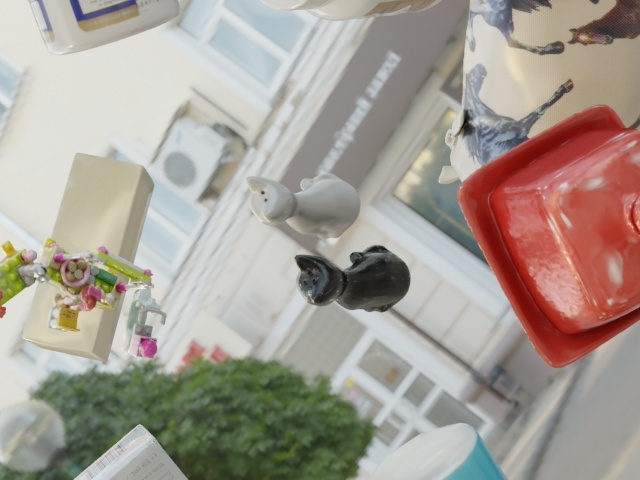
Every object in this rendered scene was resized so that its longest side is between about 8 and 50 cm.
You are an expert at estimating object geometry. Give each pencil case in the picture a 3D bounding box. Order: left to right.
[{"bbox_3d":[0.192,-0.216,0.937,0.160,0.183,0.410,-83,-9,-62],"label":"pencil case"}]

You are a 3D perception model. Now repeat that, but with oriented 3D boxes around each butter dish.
[{"bbox_3d":[0.207,-0.011,0.790,0.160,0.160,0.118,-29,3,-21],"label":"butter dish"}]

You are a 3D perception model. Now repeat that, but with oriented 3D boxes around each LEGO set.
[{"bbox_3d":[-0.277,0.059,1.142,0.287,0.107,0.132,3,-95,-42],"label":"LEGO set"}]

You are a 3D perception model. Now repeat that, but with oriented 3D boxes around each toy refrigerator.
[{"bbox_3d":[-0.319,0.025,1.555,0.094,0.102,0.269,79,-158,-74],"label":"toy refrigerator"}]

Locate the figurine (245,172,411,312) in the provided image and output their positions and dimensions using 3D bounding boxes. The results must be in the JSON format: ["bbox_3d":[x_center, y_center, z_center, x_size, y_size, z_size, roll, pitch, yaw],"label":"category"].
[{"bbox_3d":[0.000,0.000,1.494,0.092,0.215,0.209,-42,-22,24],"label":"figurine"}]

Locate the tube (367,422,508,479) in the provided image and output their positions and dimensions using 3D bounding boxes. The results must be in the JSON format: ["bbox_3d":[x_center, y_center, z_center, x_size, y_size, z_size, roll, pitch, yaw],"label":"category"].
[{"bbox_3d":[0.090,0.174,0.457,0.080,0.207,0.052,-34,10,-15],"label":"tube"}]

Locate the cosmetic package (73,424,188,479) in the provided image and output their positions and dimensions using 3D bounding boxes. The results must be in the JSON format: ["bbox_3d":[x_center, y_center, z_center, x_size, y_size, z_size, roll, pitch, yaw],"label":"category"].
[{"bbox_3d":[-0.165,0.328,1.216,0.117,0.231,0.085,-41,16,-14],"label":"cosmetic package"}]

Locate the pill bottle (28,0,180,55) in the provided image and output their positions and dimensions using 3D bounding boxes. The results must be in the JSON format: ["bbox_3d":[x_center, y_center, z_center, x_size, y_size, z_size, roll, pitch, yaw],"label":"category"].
[{"bbox_3d":[-0.187,-0.246,0.850,0.112,0.186,0.112,-15,18,5],"label":"pill bottle"}]

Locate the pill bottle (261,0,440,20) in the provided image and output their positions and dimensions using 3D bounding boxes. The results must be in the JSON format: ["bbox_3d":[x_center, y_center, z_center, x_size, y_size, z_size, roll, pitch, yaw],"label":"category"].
[{"bbox_3d":[0.033,-0.287,1.112,0.229,0.131,0.131,-20,-32,-50],"label":"pill bottle"}]
